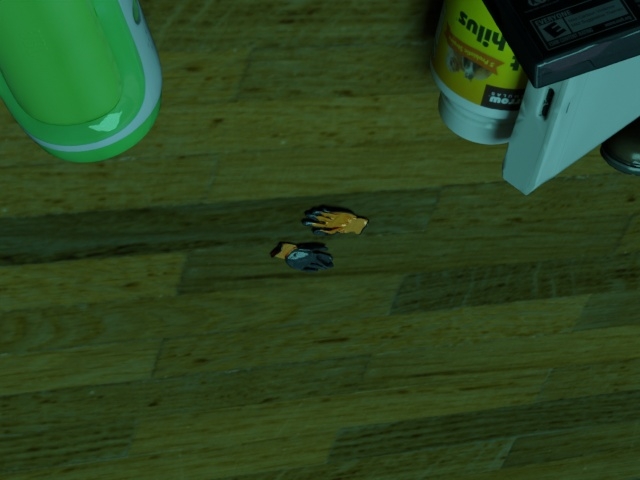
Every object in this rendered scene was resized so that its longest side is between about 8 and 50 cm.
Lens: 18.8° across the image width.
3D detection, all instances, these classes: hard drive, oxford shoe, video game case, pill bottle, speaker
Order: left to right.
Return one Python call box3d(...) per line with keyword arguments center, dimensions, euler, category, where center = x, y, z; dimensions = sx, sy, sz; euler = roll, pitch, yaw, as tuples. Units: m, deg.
box3d(center=(-0.206, -0.189, 1.433), dimensions=(0.131, 0.131, 0.296), euler=(-23, 143, -4), category="speaker")
box3d(center=(0.160, -0.186, 1.650), dimensions=(0.117, 0.117, 0.215), euler=(-10, 140, -20), category="pill bottle")
box3d(center=(0.241, -0.252, 1.510), dimensions=(0.275, 0.248, 0.035), euler=(-19, 144, -9), category="video game case")
box3d(center=(0.286, -0.184, 1.683), dimensions=(0.307, 0.040, 0.203), euler=(-33, 151, -35), category="hard drive")
box3d(center=(0.367, -0.132, 1.871), dimensions=(0.227, 0.083, 0.096), euler=(-24, 141, -21), category="oxford shoe")

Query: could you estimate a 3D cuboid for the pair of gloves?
box3d(center=(0.000, 0.000, 1.867), dimensions=(0.074, 0.010, 0.083), euler=(14, 128, -41), category="pair of gloves")
